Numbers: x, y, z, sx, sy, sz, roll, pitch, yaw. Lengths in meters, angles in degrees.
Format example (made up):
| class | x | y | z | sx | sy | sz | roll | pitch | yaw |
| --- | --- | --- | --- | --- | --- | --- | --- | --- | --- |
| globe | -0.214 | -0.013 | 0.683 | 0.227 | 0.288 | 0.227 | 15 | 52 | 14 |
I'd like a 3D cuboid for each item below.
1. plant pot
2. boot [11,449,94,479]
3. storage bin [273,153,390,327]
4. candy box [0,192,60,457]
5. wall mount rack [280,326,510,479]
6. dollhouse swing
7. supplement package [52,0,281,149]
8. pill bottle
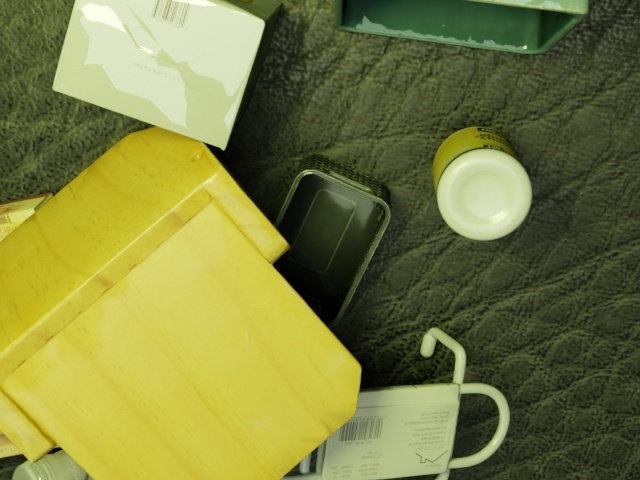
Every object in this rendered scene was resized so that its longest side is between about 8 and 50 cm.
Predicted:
| class | x | y | z | sx | sy | sz | roll | pitch | yaw |
| --- | --- | --- | --- | --- | --- | --- | --- | --- | --- |
| plant pot | 0.149 | -0.350 | 1.149 | 0.247 | 0.248 | 0.252 | 7 | 90 | 1 |
| boot | -0.360 | 0.354 | 1.473 | 0.258 | 0.123 | 0.095 | -48 | 64 | 46 |
| storage bin | 0.000 | 0.000 | 1.344 | 0.122 | 0.084 | 0.180 | 24 | 108 | -4 |
| candy box | -0.392 | 0.113 | 1.402 | 0.183 | 0.087 | 0.316 | -12 | 107 | 6 |
| wall mount rack | 0.052 | 0.263 | 1.368 | 0.350 | 0.130 | 0.304 | 1 | 106 | -25 |
| dollhouse swing | -0.175 | 0.101 | 1.247 | 0.347 | 0.315 | 0.305 | -41 | 121 | 0 |
| supplement package | -0.162 | -0.219 | 1.221 | 0.194 | 0.203 | 0.149 | 20 | 107 | -3 |
| pill bottle | 0.181 | -0.073 | 1.256 | 0.103 | 0.184 | 0.103 | 1 | 108 | 3 |
